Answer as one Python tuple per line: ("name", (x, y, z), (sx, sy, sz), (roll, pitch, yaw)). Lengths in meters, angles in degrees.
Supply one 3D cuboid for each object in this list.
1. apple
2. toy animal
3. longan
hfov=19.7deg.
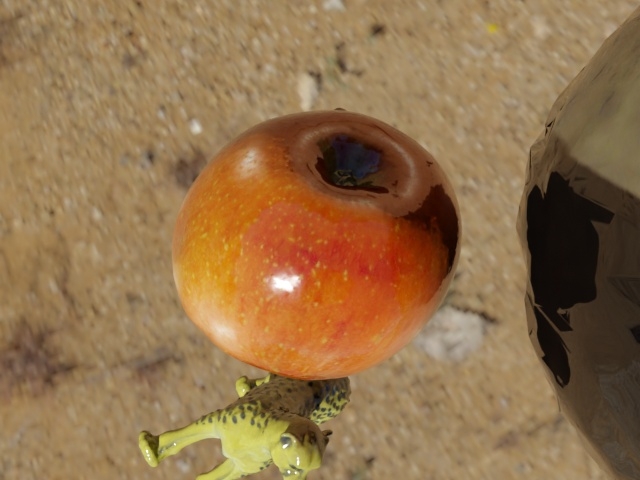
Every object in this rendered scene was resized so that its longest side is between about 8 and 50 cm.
("apple", (0.000, 0.000, 1.041), (0.163, 0.163, 0.139), (7, 142, -21))
("toy animal", (-0.022, 0.119, 1.259), (0.136, 0.181, 0.073), (-26, 91, 35))
("longan", (0.298, 0.021, 1.009), (0.391, 0.391, 0.391), (-8, 120, -14))
